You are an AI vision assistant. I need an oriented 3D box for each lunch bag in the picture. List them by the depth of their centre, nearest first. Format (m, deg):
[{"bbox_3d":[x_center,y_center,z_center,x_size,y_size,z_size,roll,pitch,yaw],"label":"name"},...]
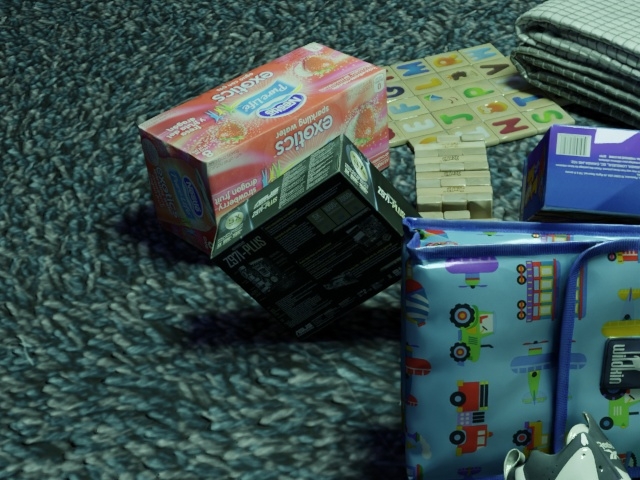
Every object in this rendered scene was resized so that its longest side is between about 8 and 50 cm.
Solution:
[{"bbox_3d":[0.219,0.097,0.952,0.293,0.221,0.138,-1,12,2],"label":"lunch bag"}]

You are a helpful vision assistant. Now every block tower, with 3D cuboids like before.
[{"bbox_3d":[0.155,0.002,1.219,0.091,0.097,0.335,-3,34,6],"label":"block tower"}]

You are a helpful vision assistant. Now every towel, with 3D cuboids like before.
[{"bbox_3d":[0.446,-0.266,1.523,0.235,0.121,0.284,-27,44,-37],"label":"towel"}]

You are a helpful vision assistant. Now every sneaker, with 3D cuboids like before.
[{"bbox_3d":[0.247,0.209,0.847,0.235,0.094,0.153,-8,65,28],"label":"sneaker"}]

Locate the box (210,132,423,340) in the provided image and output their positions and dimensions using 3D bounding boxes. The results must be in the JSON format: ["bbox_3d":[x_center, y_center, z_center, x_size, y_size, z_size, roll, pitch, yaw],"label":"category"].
[{"bbox_3d":[0.000,0.000,1.137,0.180,0.147,0.077,-34,27,25],"label":"box"}]

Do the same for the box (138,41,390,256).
[{"bbox_3d":[-0.063,-0.119,1.375,0.300,0.154,0.142,-31,42,-32],"label":"box"}]

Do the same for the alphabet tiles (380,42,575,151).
[{"bbox_3d":[0.203,-0.210,1.577,0.342,0.011,0.285,-14,36,-10],"label":"alphabet tiles"}]

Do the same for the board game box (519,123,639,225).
[{"bbox_3d":[0.384,-0.045,1.058,0.347,0.078,0.233,5,-3,6],"label":"board game box"}]
